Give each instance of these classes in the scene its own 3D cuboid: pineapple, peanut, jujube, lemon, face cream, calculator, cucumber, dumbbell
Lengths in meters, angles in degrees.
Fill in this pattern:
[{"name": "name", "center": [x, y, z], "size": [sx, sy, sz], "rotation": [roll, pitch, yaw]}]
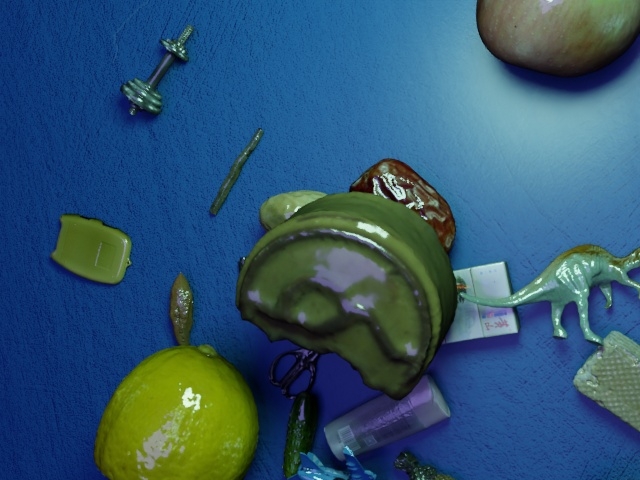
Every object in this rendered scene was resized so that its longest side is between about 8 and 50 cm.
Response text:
[{"name": "pineapple", "center": [0.230, 0.511, 1.604], "size": [0.159, 0.074, 0.074], "rotation": [31, 101, 21]}, {"name": "peanut", "center": [0.004, -0.009, 1.635], "size": [0.291, 0.143, 0.159], "rotation": [43, 98, 9]}, {"name": "jujube", "center": [0.170, -0.048, 1.554], "size": [0.183, 0.183, 0.243], "rotation": [-37, 96, 16]}, {"name": "lemon", "center": [-0.294, 0.395, 1.648], "size": [0.364, 0.364, 0.364], "rotation": [0, 91, 20]}, {"name": "face cream", "center": [0.142, 0.390, 1.627], "size": [0.269, 0.073, 0.107], "rotation": [-29, 93, 18]}, {"name": "calculator", "center": [-0.581, 0.022, 1.899], "size": [0.237, 0.033, 0.157], "rotation": [18, 96, 17]}, {"name": "cucumber", "center": [-0.048, 0.453, 1.701], "size": [0.069, 0.069, 0.227], "rotation": [13, 98, 19]}, {"name": "dumbbell", "center": [-0.381, -0.408, 1.790], "size": [0.110, 0.110, 0.254], "rotation": [37, 96, 15]}]

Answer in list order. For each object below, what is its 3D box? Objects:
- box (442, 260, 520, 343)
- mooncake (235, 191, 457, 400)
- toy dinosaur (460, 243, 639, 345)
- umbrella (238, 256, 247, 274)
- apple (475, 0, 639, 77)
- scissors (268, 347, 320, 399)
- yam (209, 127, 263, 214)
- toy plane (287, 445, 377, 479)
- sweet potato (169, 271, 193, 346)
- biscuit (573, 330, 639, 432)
[{"name": "box", "center": [0.289, 0.137, 1.574], "size": [0.233, 0.067, 0.149], "rotation": [-13, 89, 19]}, {"name": "mooncake", "center": [0.050, 0.112, 1.446], "size": [0.394, 0.246, 0.393], "rotation": [-10, 108, 22]}, {"name": "toy dinosaur", "center": [0.478, 0.107, 1.478], "size": [0.393, 0.092, 0.205], "rotation": [-2, 76, 15]}, {"name": "umbrella", "center": [-0.170, 0.104, 1.757], "size": [0.036, 0.031, 0.133], "rotation": [-6, 88, -7]}, {"name": "apple", "center": [0.445, -0.443, 1.390], "size": [0.306, 0.306, 0.235], "rotation": [26, 132, 17]}, {"name": "scissors", "center": [-0.003, 0.235, 1.704], "size": [0.109, 0.022, 0.300], "rotation": [42, 103, 10]}, {"name": "yam", "center": [-0.200, -0.164, 1.767], "size": [0.027, 0.029, 0.234], "rotation": [30, 100, -11]}, {"name": "toy plane", "center": [0.066, 0.544, 1.626], "size": [0.271, 0.105, 0.254], "rotation": [26, 132, 5]}, {"name": "sweet potato", "center": [-0.333, 0.179, 1.802], "size": [0.068, 0.060, 0.205], "rotation": [13, 108, 53]}, {"name": "biscuit", "center": [0.694, 0.346, 1.417], "size": [0.426, 0.078, 0.144], "rotation": [37, 119, 16]}]
